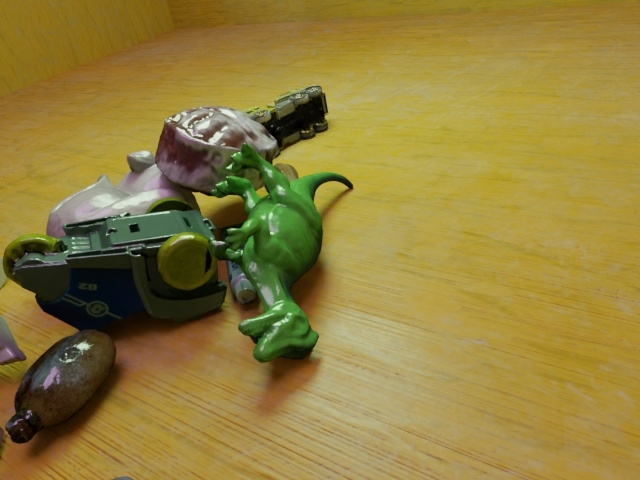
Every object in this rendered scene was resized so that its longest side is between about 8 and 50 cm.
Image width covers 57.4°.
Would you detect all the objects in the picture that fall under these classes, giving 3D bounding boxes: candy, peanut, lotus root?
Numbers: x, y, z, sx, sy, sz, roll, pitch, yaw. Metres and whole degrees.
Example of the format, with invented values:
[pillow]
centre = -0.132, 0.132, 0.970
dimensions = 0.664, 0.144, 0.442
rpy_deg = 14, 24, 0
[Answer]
[candy]
centre = -0.202, -0.183, 1.172
dimensions = 0.214, 0.157, 0.289
rpy_deg = 22, 20, 9
[peanut]
centre = -0.080, -0.112, 1.258
dimensions = 0.080, 0.080, 0.174
rpy_deg = -14, 32, -3
[lotus root]
centre = -0.371, 0.205, 0.834
dimensions = 0.113, 0.088, 0.192
rpy_deg = -17, 28, 26

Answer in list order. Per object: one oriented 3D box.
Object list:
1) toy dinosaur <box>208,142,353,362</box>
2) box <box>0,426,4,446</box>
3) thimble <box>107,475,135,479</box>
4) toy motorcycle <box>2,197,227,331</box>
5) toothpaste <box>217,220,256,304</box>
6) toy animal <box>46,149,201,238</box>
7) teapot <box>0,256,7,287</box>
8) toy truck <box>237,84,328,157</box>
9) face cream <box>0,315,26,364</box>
[toy dinosaur]
centre = 0.000, 0.000, 1.020
dimensions = 0.500, 0.144, 0.374
rpy_deg = -5, 55, -49
[box]
centre = -0.465, 0.269, 0.739
dimensions = 0.060, 0.111, 0.156
rpy_deg = -24, 31, -4
[thimble]
centre = -0.221, 0.312, 0.563
dimensions = 0.118, 0.127, 0.151
rpy_deg = -16, 36, -3
[toy motorcycle]
centre = -0.333, 0.060, 0.975
dimensions = 0.327, 0.199, 0.191
rpy_deg = -11, 29, -19
[toothpaste]
centre = -0.150, 0.028, 1.087
dimensions = 0.075, 0.048, 0.297
rpy_deg = -15, 28, -5
[toy animal]
centre = -0.402, -0.042, 1.140
dimensions = 0.272, 0.206, 0.265
rpy_deg = 15, 37, 35
[teapot]
centre = -0.755, 0.083, 1.193
dimensions = 0.201, 0.077, 0.107
rpy_deg = -4, 51, 15
[toy truck]
centre = -0.110, -0.331, 1.580
dimensions = 0.272, 0.124, 0.157
rpy_deg = -33, 37, -31
[face cream]
centre = -0.654, 0.182, 0.920
dimensions = 0.370, 0.145, 0.145
rpy_deg = -13, 31, -3
